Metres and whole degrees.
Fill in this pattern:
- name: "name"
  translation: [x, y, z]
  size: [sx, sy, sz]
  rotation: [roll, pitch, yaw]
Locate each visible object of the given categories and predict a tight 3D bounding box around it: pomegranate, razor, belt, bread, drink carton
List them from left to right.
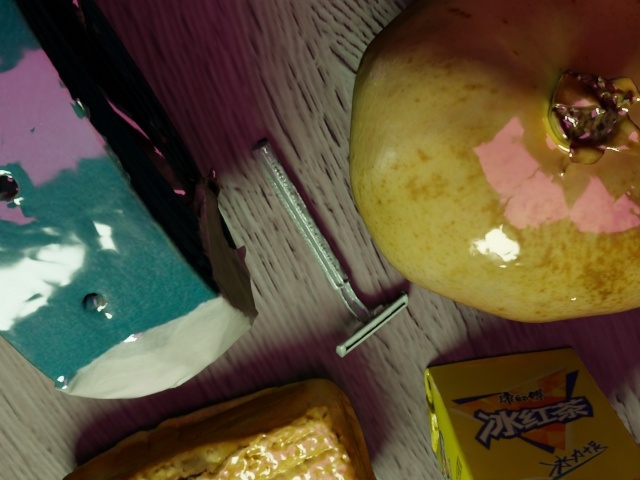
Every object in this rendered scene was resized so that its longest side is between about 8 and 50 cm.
- name: "belt"
  translation: [-0.212, -0.080, 0.867]
  size: [0.173, 0.300, 0.436]
  rotation: [-33, 110, 7]
- name: "bread"
  translation: [-0.094, 0.248, 1.093]
  size: [0.294, 0.132, 0.166]
  rotation: [-20, 110, 3]
- name: "razor"
  translation: [-0.003, -0.001, 1.067]
  size: [0.084, 0.036, 0.211]
  rotation: [-37, 105, -17]
- name: "pomegranate"
  translation: [0.171, -0.077, 0.899]
  size: [0.319, 0.319, 0.319]
  rotation: [-2, 111, -5]
- name: "drink carton"
  translation: [0.195, 0.218, 0.993]
  size: [0.155, 0.351, 0.111]
  rotation: [-8, 112, -3]
